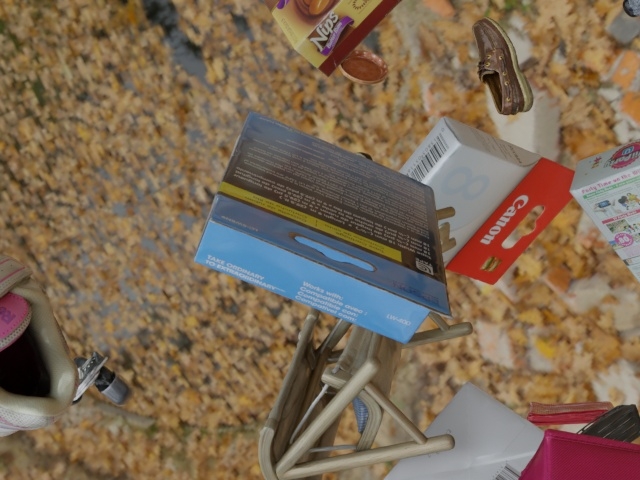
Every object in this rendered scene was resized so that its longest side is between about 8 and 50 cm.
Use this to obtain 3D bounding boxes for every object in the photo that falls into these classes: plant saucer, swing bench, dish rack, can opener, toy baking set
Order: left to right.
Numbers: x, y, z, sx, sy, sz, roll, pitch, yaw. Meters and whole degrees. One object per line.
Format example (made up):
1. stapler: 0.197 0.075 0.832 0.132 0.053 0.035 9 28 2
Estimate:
1. can opener: -0.342 0.223 1.451 0.095 0.076 0.283 40 158 -9
2. swing bench: 0.043 0.187 1.289 0.254 0.253 0.165 -34 109 29
3. plant saucer: 0.070 -0.285 1.632 0.083 0.083 0.013 39 141 21
4. toy baking set: 0.132 0.005 1.601 0.030 0.256 0.197 63 152 19
5. dish rack: 0.494 0.410 1.594 0.074 0.208 0.272 12 130 65

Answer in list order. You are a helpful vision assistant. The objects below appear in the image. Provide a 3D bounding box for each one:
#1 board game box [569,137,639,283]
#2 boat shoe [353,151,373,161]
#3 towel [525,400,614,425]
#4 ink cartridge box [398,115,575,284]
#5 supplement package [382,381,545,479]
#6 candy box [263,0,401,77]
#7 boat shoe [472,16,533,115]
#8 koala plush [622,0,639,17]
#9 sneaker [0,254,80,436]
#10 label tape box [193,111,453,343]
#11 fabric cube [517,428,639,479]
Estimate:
1. board game box: 0.630 -0.043 1.780 0.224 0.098 0.303 -21 120 42
2. boat shoe: 0.033 -0.067 1.237 0.049 0.042 0.133 47 138 15
3. towel: 0.568 0.387 2.236 0.198 0.275 0.031 -5 86 13
4. ink cartridge box: 0.285 -0.035 1.806 0.308 0.384 0.091 -53 37 28
5. supplement package: 0.247 0.352 1.248 0.175 0.177 0.293 31 165 50
6. candy box: 0.000 -0.249 0.943 0.109 0.053 0.187 -44 41 15
7. boat shoe: 0.292 -0.290 1.640 0.064 0.060 0.178 127 123 -69
8. koala plush: 0.527 -0.423 1.530 0.203 0.196 0.221 -32 98 22
9. sneaker: -0.244 0.034 0.656 0.111 0.103 0.252 -5 133 43
10. label tape box: 0.000 0.000 1.028 0.240 0.334 0.106 22 113 -6
11. fabric cube: 0.279 0.346 0.831 0.254 0.258 0.259 10 142 0
